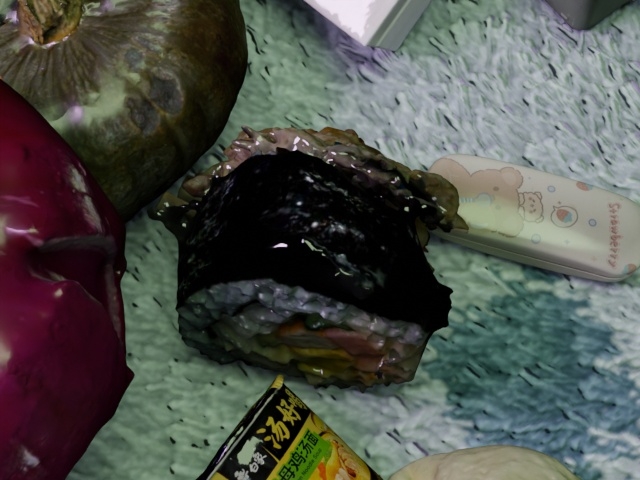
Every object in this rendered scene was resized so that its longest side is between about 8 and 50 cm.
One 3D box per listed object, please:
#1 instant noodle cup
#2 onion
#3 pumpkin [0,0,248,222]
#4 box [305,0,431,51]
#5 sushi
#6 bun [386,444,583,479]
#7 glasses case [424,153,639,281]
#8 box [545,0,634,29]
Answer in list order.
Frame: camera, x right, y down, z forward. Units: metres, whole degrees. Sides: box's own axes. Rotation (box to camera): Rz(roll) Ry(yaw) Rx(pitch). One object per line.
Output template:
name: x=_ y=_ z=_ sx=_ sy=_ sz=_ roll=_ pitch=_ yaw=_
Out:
instant noodle cup: x=-0.032 y=0.199 z=1.421 sx=0.122 sy=0.151 sz=0.151 roll=39 pitch=68 yaw=1
onion: x=-0.342 y=0.028 z=1.234 sx=0.398 sy=0.420 sz=0.398 roll=-3 pitch=75 yaw=10
pumpkin: x=-0.181 y=-0.184 z=1.522 sx=0.232 sy=0.242 sz=0.325 roll=-26 pitch=75 yaw=-7
box: x=0.012 y=-0.322 z=1.627 sx=0.260 sy=0.111 sz=0.194 roll=39 pitch=103 yaw=10
sushi: x=0.001 y=-0.005 z=1.476 sx=0.238 sy=0.225 sz=0.218 roll=36 pitch=53 yaw=-25
bun: x=0.151 y=0.273 z=1.391 sx=0.259 sy=0.160 sz=0.259 roll=3 pitch=63 yaw=-6
glasses case: x=0.186 y=-0.020 z=1.583 sx=0.204 sy=0.051 sz=0.081 roll=14 pitch=64 yaw=1
box: x=0.228 y=-0.279 z=1.673 sx=0.093 sy=0.124 sz=0.172 roll=-40 pitch=73 yaw=-9
